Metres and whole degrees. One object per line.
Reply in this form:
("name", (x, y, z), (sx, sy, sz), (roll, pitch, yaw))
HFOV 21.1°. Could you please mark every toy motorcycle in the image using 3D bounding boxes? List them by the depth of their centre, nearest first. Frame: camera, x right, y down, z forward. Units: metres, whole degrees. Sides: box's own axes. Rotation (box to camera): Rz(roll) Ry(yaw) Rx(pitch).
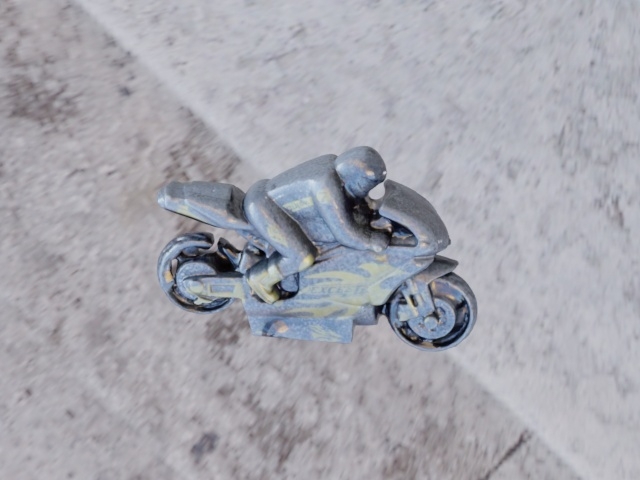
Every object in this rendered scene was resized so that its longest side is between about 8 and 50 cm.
("toy motorcycle", (0.000, 0.000, 0.991), (0.193, 0.061, 0.124), (9, 116, 3))
